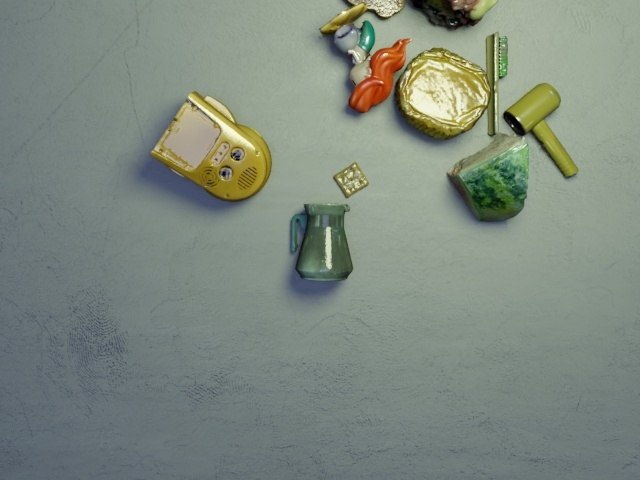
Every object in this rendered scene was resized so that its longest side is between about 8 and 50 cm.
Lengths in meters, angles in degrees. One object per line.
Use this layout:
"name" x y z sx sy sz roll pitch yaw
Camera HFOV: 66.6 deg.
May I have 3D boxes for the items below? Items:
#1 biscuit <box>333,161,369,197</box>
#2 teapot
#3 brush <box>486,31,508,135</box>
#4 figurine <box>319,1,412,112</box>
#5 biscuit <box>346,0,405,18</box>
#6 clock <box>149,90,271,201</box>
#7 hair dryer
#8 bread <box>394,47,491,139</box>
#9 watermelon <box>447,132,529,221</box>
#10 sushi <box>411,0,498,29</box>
"biscuit" 0.093 -0.183 1.478 0.083 0.018 0.081 -31 97 7
"teapot" 0.000 0.000 1.452 0.203 0.171 0.225 3 93 33
"brush" 0.507 -0.447 1.401 0.048 0.054 0.282 -3 99 -6
"figurine" 0.133 -0.508 1.350 0.208 0.181 0.257 -35 105 -21
"biscuit" 0.152 -0.731 1.370 0.208 0.049 0.181 17 100 -1
"clock" -0.294 -0.247 1.408 0.317 0.200 0.244 36 102 -12
"hair dryer" 0.665 -0.306 1.409 0.135 0.090 0.278 -40 102 6
"bread" 0.336 -0.409 1.372 0.253 0.142 0.227 30 101 0
"watermelon" 0.493 -0.183 1.380 0.193 0.310 0.231 -33 59 7
"sushi" 0.352 -0.664 1.263 0.236 0.270 0.171 33 103 10
